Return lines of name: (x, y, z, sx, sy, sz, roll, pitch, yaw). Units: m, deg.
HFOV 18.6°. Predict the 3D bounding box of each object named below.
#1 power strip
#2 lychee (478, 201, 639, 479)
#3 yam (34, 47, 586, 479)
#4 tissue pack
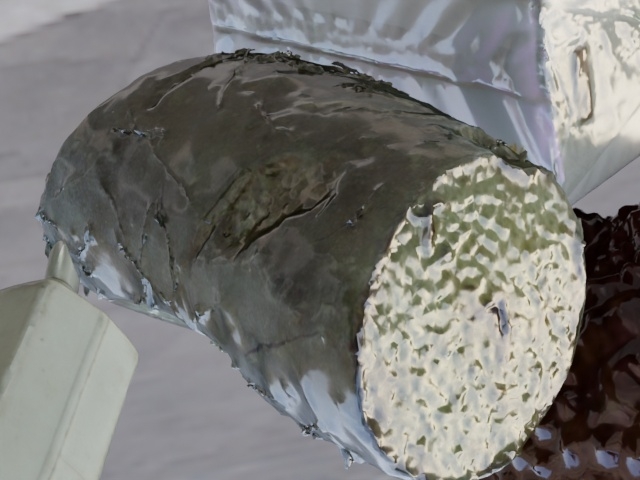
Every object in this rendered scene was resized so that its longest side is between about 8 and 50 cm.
power strip: (-0.072, 0.068, 0.338, 0.047, 0.191, 0.030, -26, 123, 35)
lychee: (0.188, 0.094, 0.970, 0.276, 0.304, 0.276, -41, 180, 0)
yam: (0.000, 0.000, 0.817, 0.154, 0.154, 0.254, -5, -165, -33)
tissue pack: (0.082, -0.120, 1.009, 0.225, 0.124, 0.185, 16, -144, 40)
